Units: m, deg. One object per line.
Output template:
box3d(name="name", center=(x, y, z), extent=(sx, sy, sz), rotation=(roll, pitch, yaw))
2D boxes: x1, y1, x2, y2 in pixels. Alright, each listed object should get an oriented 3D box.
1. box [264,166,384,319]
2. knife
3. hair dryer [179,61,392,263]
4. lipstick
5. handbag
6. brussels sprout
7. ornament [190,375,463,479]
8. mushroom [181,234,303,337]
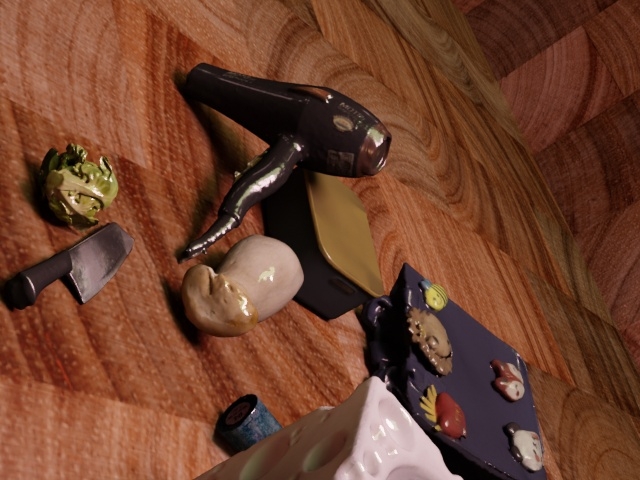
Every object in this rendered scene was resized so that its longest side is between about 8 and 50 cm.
box3d(name="box", center=(0.000, 0.000, 1.361), extent=(0.144, 0.090, 0.201), rotation=(36, 31, -40))
box3d(name="knife", center=(-0.231, 0.027, 0.962), extent=(0.060, 0.028, 0.230), rotation=(66, 19, -10))
box3d(name="hair dryer", center=(-0.104, -0.099, 1.238), extent=(0.303, 0.120, 0.359), rotation=(24, 46, 15))
box3d(name="lipstick", center=(-0.015, 0.259, 1.047), extent=(0.234, 0.053, 0.053), rotation=(50, 24, -20))
box3d(name="handbag", center=(0.195, 0.219, 1.434), extent=(0.329, 0.122, 0.303), rotation=(42, 28, -29))
box3d(name="brussels sprout", center=(-0.247, -0.056, 0.974), extent=(0.058, 0.085, 0.085), rotation=(13, 48, -55))
box3d(name="ornament", center=(0.009, 0.305, 0.794), extent=(0.240, 0.239, 0.239), rotation=(51, 24, -13))
box3d(name="mushroom", center=(-0.084, 0.049, 1.131), extent=(0.212, 0.088, 0.097), rotation=(-27, 99, -63))
